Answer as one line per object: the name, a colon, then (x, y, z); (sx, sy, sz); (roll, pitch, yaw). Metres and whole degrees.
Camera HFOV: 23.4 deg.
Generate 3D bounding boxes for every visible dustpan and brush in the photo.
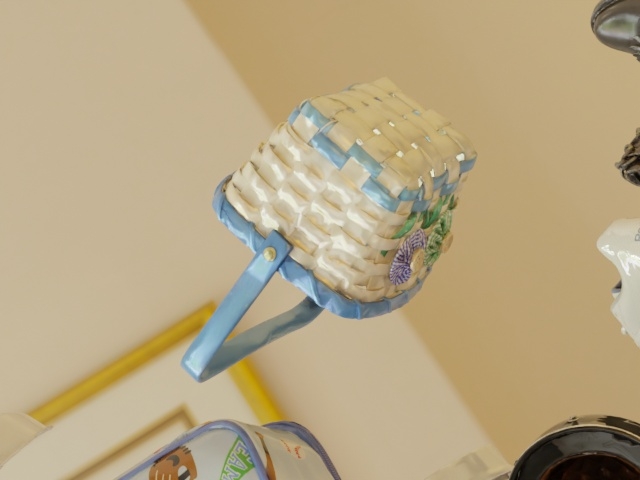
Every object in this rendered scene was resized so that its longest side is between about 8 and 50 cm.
dustpan and brush: (-0.222, 0.159, 0.961); (0.147, 0.060, 0.211); (-51, -15, -16)

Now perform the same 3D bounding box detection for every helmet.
helmet: (0.217, 0.218, 1.170); (0.169, 0.162, 0.169); (4, -44, 3)

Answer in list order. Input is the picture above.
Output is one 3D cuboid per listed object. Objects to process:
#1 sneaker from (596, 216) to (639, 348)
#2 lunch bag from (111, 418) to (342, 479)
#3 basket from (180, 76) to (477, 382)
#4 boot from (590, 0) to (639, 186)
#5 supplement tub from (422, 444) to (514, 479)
sneaker: (0.347, 0.080, 1.455); (0.111, 0.129, 0.297); (-48, -47, -32)
lunch bag: (-0.093, 0.283, 1.071); (0.303, 0.243, 0.115); (-38, -23, 21)
basket: (0.000, 0.000, 1.465); (0.289, 0.201, 0.255); (-52, -12, 30)
boot: (0.355, -0.150, 1.569); (0.229, 0.263, 0.091); (-56, -40, -27)
supplement tub: (0.172, 0.374, 1.373); (0.241, 0.331, 0.241); (-33, -17, -12)
